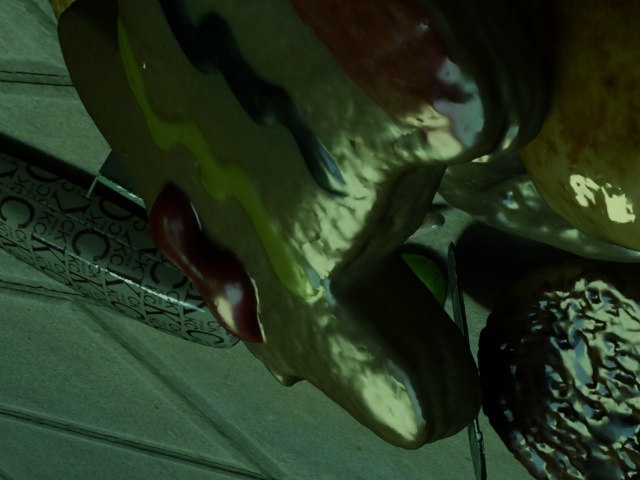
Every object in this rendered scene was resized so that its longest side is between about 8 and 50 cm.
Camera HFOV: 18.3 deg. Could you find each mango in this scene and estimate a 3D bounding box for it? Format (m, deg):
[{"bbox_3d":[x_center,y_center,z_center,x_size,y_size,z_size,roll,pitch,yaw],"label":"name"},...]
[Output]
[{"bbox_3d":[0.076,0.046,1.738,0.073,0.056,0.108,26,148,-1],"label":"mango"}]

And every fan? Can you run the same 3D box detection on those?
[{"bbox_3d":[0.124,0.128,1.610,0.012,0.294,0.223,-7,140,1],"label":"fan"}]

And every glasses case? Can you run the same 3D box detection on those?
[{"bbox_3d":[-0.228,0.005,1.964,0.355,0.085,0.137,27,165,9],"label":"glasses case"}]

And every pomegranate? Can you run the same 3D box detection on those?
[{"bbox_3d":[0.206,-0.089,1.015,0.248,0.248,0.248,24,159,10],"label":"pomegranate"}]

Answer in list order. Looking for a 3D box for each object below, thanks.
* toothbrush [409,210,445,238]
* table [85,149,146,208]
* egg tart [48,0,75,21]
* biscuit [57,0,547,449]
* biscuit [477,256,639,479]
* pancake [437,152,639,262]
[{"bbox_3d":[0.000,0.000,1.759,0.037,0.028,0.375,31,160,-24],"label":"toothbrush"},{"bbox_3d":[-0.121,-0.045,1.761,0.146,0.062,0.175,30,162,-5],"label":"table"},{"bbox_3d":[-0.111,-0.157,1.345,0.241,0.106,0.241,43,153,29],"label":"egg tart"},{"bbox_3d":[-0.029,-0.070,1.098,0.368,0.076,0.394,49,152,18],"label":"biscuit"},{"bbox_3d":[0.278,0.148,1.582,0.334,0.081,0.289,52,139,-8],"label":"biscuit"},{"bbox_3d":[0.166,-0.061,1.387,0.294,0.049,0.294,23,158,10],"label":"pancake"}]
